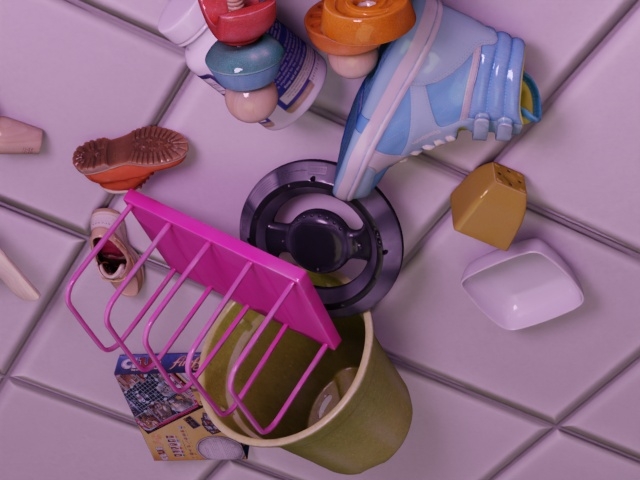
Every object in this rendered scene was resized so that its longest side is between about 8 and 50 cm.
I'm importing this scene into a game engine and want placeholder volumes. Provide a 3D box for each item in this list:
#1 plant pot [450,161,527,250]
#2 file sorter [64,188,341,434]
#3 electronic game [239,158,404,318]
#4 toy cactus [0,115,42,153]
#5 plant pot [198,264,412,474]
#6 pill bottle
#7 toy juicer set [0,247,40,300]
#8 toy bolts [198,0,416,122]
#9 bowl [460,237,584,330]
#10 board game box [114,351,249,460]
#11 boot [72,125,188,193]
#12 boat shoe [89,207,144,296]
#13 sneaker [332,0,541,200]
[{"bbox_3d":[0.225,-0.052,1.807,0.081,0.081,0.083,22,126,-15],"label":"plant pot"},{"bbox_3d":[-0.159,0.102,1.840,0.291,0.182,0.202,25,159,26],"label":"file sorter"},{"bbox_3d":[0.000,0.000,1.868,0.229,0.048,0.229,7,115,16],"label":"electronic game"},{"bbox_3d":[-0.453,-0.140,1.807,0.181,0.112,0.219,8,130,-15],"label":"toy cactus"},{"bbox_3d":[0.005,0.214,2.022,0.276,0.276,0.254,-15,144,23],"label":"plant pot"},{"bbox_3d":[-0.094,-0.224,1.638,0.112,0.112,0.187,-31,126,35],"label":"pill bottle"},{"bbox_3d":[-0.558,-0.010,1.973,0.329,0.089,0.209,-2,125,23],"label":"toy juicer set"},{"bbox_3d":[-0.009,-0.206,1.523,0.229,0.218,0.158,-16,128,-12],"label":"toy bolts"},{"bbox_3d":[0.281,0.054,1.933,0.142,0.053,0.142,-24,129,30],"label":"bowl"},{"bbox_3d":[-0.220,0.272,2.256,0.165,0.042,0.243,-2,137,11],"label":"board game box"},{"bbox_3d":[-0.238,-0.102,1.843,0.158,0.059,0.084,-7,147,18],"label":"boot"},{"bbox_3d":[-0.296,0.030,1.987,0.063,0.059,0.170,-3,137,12],"label":"boat shoe"},{"bbox_3d":[0.145,-0.139,1.687,0.208,0.127,0.319,17,138,-9],"label":"sneaker"}]
